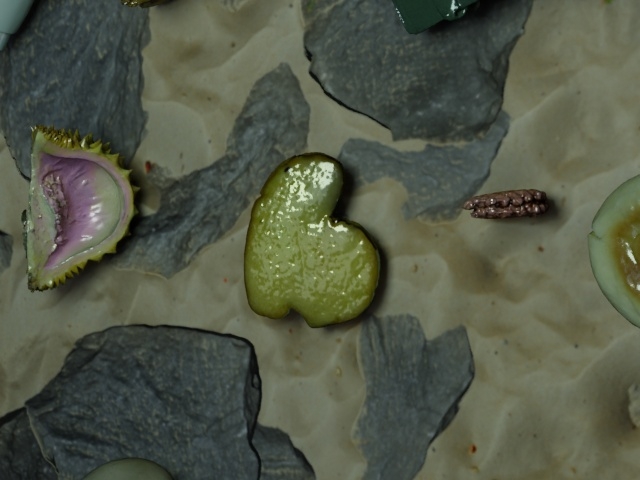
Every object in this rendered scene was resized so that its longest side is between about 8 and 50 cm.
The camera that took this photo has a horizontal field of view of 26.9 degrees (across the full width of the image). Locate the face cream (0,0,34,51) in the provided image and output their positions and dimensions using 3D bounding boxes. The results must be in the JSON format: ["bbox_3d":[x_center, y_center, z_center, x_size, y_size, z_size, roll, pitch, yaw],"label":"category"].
[{"bbox_3d":[-0.336,-0.333,1.540,0.101,0.101,0.251,36,111,20],"label":"face cream"}]

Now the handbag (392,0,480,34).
[{"bbox_3d":[0.127,-0.342,1.251,0.248,0.079,0.260,-20,96,47],"label":"handbag"}]

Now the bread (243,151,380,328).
[{"bbox_3d":[0.000,0.000,1.426,0.150,0.065,0.187,13,99,16],"label":"bread"}]

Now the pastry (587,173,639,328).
[{"bbox_3d":[0.326,0.010,1.231,0.156,0.092,0.156,2,94,27],"label":"pastry"}]

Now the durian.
[{"bbox_3d":[-0.297,-0.045,1.538,0.165,0.132,0.182,-14,100,40],"label":"durian"}]

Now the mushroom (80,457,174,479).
[{"bbox_3d":[-0.213,0.346,1.527,0.206,0.209,0.206,4,94,58],"label":"mushroom"}]

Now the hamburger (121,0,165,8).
[{"bbox_3d":[-0.171,-0.388,1.444,0.131,0.124,0.262,-8,97,10],"label":"hamburger"}]

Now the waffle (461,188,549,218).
[{"bbox_3d":[0.181,-0.034,1.310,0.083,0.075,0.029,-4,89,24],"label":"waffle"}]
